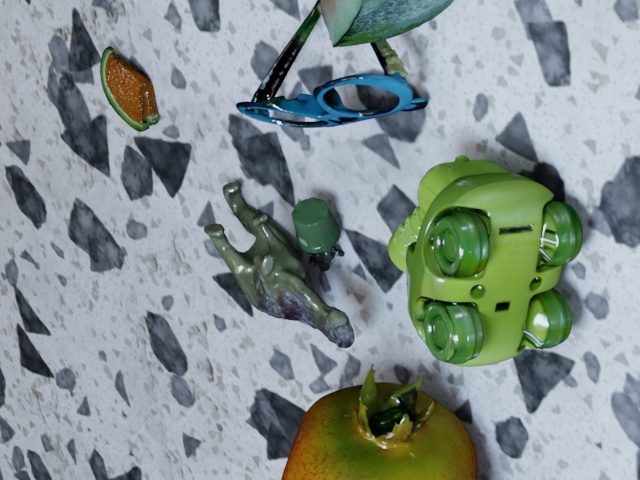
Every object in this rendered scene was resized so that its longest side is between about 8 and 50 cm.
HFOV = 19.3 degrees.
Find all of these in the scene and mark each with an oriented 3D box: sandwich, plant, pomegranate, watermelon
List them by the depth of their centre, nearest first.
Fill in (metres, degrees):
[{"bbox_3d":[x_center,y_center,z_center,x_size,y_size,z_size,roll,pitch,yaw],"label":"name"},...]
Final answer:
[{"bbox_3d":[0.039,-0.332,1.734,0.257,0.140,0.193,65,149,13],"label":"watermelon"},{"bbox_3d":[0.064,0.246,1.969,0.221,0.221,0.257,39,141,29],"label":"pomegranate"},{"bbox_3d":[0.000,0.000,2.037,0.051,0.051,0.102,33,157,34],"label":"plant"},{"bbox_3d":[-0.224,-0.176,2.219,0.101,0.026,0.069,45,136,18],"label":"sandwich"}]

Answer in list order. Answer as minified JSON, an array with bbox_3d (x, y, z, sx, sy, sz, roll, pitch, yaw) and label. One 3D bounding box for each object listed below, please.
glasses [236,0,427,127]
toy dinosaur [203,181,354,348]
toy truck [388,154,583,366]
[{"bbox_3d":[-0.014,-0.199,1.881,0.239,0.102,0.207,-12,103,53],"label":"glasses"},{"bbox_3d":[-0.053,0.037,2.067,0.162,0.077,0.294,59,175,-23],"label":"toy dinosaur"},{"bbox_3d":[0.145,0.004,1.797,0.187,0.148,0.210,106,147,-40],"label":"toy truck"}]
